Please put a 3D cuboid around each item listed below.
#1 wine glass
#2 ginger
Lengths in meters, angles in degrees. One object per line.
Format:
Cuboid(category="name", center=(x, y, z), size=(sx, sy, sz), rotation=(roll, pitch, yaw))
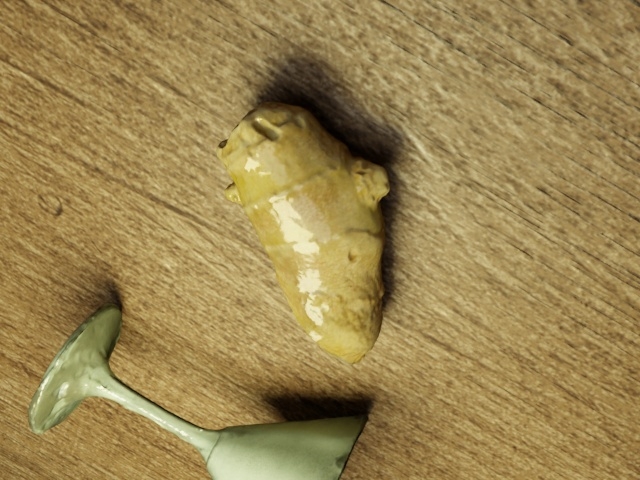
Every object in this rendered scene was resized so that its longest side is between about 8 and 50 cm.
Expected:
Cuboid(category="wine glass", center=(-0.169, 0.269, 1.085), size=(0.406, 0.267, 0.267), rotation=(27, 127, 8))
Cuboid(category="ginger", center=(0.000, 0.000, 0.919), size=(0.190, 0.126, 0.353), rotation=(-8, 122, 13))
